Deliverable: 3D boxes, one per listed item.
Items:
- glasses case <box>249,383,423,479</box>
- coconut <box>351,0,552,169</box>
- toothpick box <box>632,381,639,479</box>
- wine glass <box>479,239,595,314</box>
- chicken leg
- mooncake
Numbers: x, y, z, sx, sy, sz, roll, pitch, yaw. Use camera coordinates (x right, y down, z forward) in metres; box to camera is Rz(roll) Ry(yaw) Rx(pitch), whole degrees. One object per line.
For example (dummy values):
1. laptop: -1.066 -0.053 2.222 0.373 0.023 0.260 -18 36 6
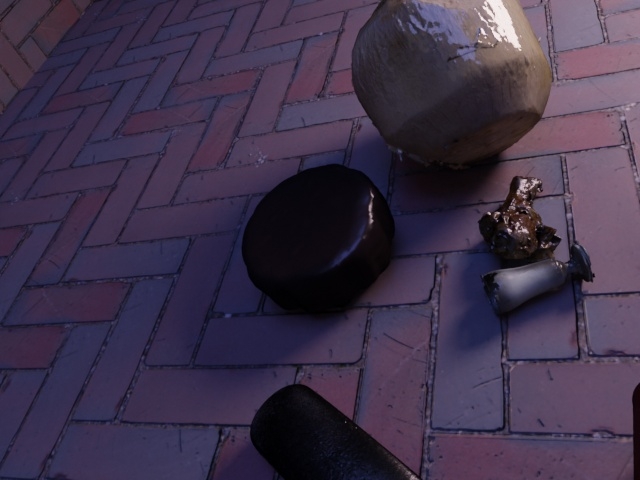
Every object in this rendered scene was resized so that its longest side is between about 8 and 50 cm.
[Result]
1. glasses case: 0.023 0.314 0.833 0.122 0.082 0.321 -44 44 -18
2. coconut: 0.233 -0.326 1.126 0.347 0.346 0.360 -23 78 5
3. toothpick box: 0.406 0.307 0.565 0.204 0.204 0.333 0 50 26
4. wine glass: 0.334 0.058 0.935 0.156 0.072 0.072 -21 44 6
5. chicken leg: 0.332 -0.035 1.027 0.125 0.080 0.196 -5 39 9
6. mooncake: 0.000 0.000 1.102 0.283 0.141 0.282 -18 48 22
